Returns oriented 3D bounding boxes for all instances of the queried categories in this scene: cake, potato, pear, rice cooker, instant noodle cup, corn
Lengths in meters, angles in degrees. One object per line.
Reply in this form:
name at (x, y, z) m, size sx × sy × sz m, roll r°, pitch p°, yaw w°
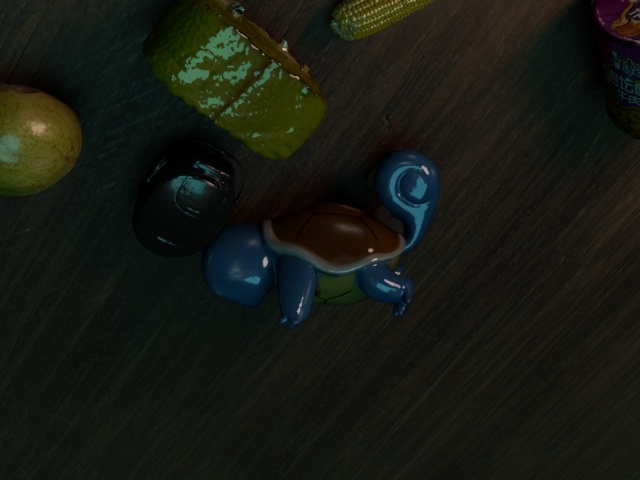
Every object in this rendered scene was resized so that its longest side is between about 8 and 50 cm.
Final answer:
cake at (-0.114, -0.238, 1.168) m, size 0.156 × 0.179 × 0.260 m, roll -43°, pitch 125°, yaw 16°
potato at (0.117, -0.117, 1.385) m, size 0.092 × 0.045 × 0.046 m, roll -44°, pitch 81°, yaw 15°
pear at (-0.425, -0.146, 1.163) m, size 0.178 × 0.178 × 0.178 m, roll -6°, pitch 124°, yaw -9°
rice cooker at (-0.211, -0.069, 1.292) m, size 0.142 × 0.118 × 0.203 m, roll 30°, pitch 113°, yaw -28°
instant noodle cup at (0.543, -0.283, 1.272) m, size 0.251 × 0.251 × 0.190 m, roll -19°, pitch 134°, yaw 0°
corn at (0.109, -0.354, 1.211) m, size 0.206 × 0.067 × 0.067 m, roll -24°, pitch 125°, yaw 2°

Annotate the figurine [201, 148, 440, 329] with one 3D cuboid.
figurine at (0.023, 0.032, 1.337) m, size 0.416 × 0.298 × 0.243 m, roll -23°, pitch 106°, yaw 5°
